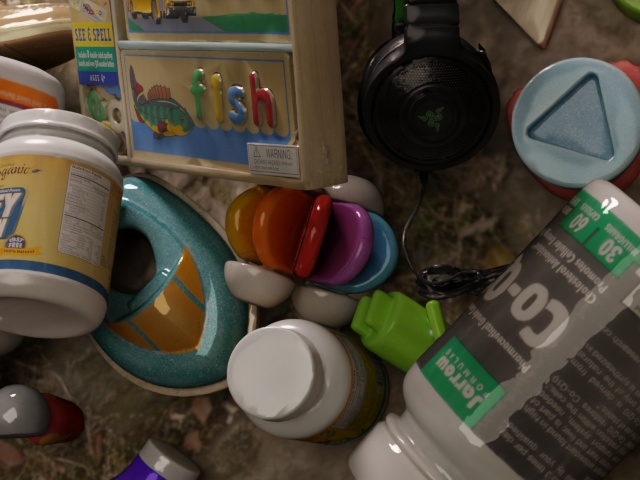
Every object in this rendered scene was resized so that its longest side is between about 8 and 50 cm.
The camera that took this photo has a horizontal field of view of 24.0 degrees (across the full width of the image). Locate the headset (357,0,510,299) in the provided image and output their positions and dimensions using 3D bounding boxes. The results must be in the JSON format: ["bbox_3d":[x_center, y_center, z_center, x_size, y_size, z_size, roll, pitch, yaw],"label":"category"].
[{"bbox_3d":[0.131,-0.138,1.491,0.185,0.243,0.394,-1,95,0],"label":"headset"}]

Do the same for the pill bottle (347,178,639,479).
[{"bbox_3d":[0.209,0.136,1.412,0.361,0.204,0.204,-47,70,5],"label":"pill bottle"}]

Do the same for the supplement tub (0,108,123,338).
[{"bbox_3d":[-0.275,-0.016,1.502,0.144,0.144,0.200,-3,66,18],"label":"supplement tub"}]

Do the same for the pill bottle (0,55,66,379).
[{"bbox_3d":[-0.417,0.001,1.633,0.224,0.224,0.392,6,81,19],"label":"pill bottle"}]

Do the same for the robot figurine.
[{"bbox_3d":[0.088,0.096,1.514,0.101,0.115,0.067,-30,34,52],"label":"robot figurine"}]

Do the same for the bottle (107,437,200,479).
[{"bbox_3d":[-0.232,0.340,1.580,0.118,0.092,0.283,34,92,20],"label":"bottle"}]

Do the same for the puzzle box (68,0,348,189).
[{"bbox_3d":[-0.127,-0.202,1.511,0.409,0.052,0.272,9,107,50],"label":"puzzle box"}]

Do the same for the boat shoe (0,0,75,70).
[{"bbox_3d":[-0.421,-0.250,1.734,0.341,0.121,0.110,-4,80,19],"label":"boat shoe"}]

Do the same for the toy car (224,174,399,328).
[{"bbox_3d":[0.000,0.000,1.520,0.136,0.182,0.159,-1,72,62],"label":"toy car"}]

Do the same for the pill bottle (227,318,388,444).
[{"bbox_3d":[-0.014,0.140,1.482,0.117,0.208,0.118,-3,79,17],"label":"pill bottle"}]

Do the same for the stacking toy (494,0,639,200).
[{"bbox_3d":[0.309,-0.201,1.480,0.309,0.130,0.280,-23,74,13],"label":"stacking toy"}]

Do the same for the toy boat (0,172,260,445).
[{"bbox_3d":[-0.217,0.098,1.590,0.267,0.148,0.318,43,95,20],"label":"toy boat"}]
